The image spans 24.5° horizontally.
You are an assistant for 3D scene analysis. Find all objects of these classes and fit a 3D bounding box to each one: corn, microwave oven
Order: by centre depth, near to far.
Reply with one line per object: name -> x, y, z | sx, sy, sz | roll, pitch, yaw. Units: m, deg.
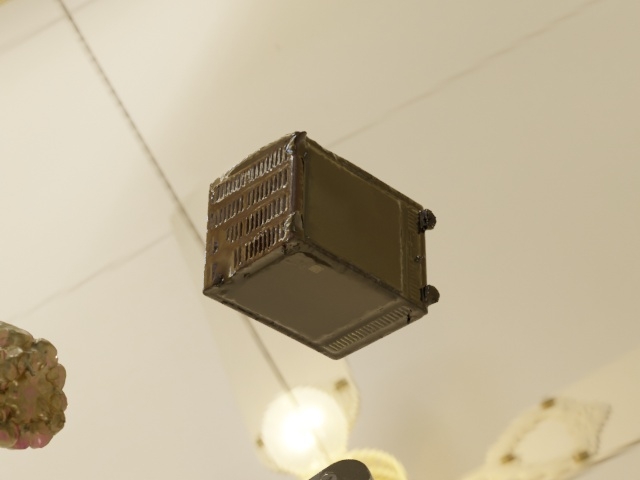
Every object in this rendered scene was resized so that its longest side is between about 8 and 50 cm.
corn -> -0.338, 0.102, 1.243 | 0.335, 0.127, 0.126 | 13, -129, 46
microwave oven -> -0.001, 0.002, 1.805 | 0.178, 0.247, 0.188 | -27, -134, 38

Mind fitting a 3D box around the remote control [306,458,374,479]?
remote control -> -0.043, 0.337, 1.709 | 0.245, 0.022, 0.077 | -33, -143, -6
